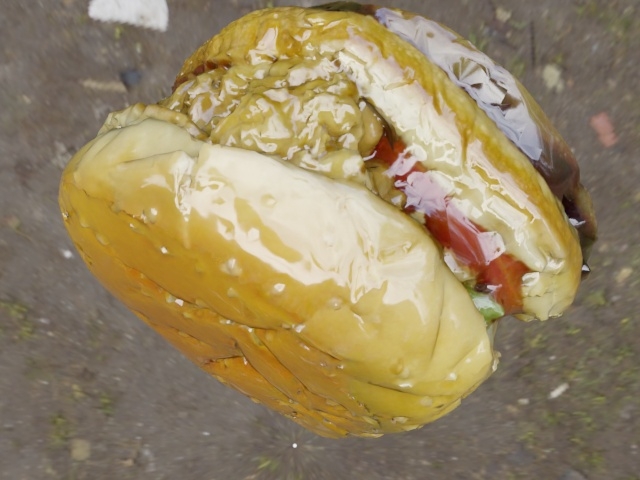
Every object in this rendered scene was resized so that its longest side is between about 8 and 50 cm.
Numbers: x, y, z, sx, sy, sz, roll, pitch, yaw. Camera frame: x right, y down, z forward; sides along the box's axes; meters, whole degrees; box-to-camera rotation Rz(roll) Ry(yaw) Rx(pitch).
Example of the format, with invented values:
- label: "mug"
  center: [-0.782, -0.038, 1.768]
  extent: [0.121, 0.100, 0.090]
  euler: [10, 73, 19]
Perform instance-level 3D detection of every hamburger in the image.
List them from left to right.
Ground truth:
- label: "hamburger"
  center: [0.000, 0.000, 0.664]
  extent: [0.244, 0.244, 0.163]
  euler: [35, 62, 4]
